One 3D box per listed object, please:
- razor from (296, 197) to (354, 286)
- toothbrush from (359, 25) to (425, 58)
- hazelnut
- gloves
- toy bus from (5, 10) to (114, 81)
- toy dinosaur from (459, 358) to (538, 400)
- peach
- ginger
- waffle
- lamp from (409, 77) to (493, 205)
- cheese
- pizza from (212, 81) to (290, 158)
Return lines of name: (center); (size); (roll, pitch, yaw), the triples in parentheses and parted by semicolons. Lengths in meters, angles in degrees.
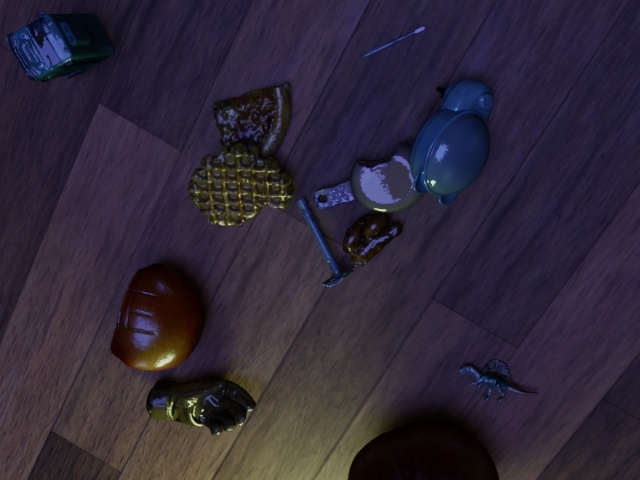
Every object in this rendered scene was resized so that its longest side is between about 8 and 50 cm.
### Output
razor: (0.000, 0.000, 1.925); (0.068, 0.106, 0.232); (-27, 89, 18)
toothbrush: (0.168, -0.461, 1.769); (0.167, 0.014, 0.011); (-22, 103, 19)
hazelnut: (0.253, 0.645, 1.948); (0.409, 0.359, 0.359); (-26, 101, 9)
gloves: (-0.320, 0.451, 2.099); (0.331, 0.141, 0.154); (-1, 82, 22)
toy bus: (-0.610, -0.464, 1.804); (0.147, 0.256, 0.128); (-26, 101, 15)
toy dinosaur: (0.458, 0.358, 1.958); (0.187, 0.044, 0.106); (-10, 90, 16)
peach: (-0.425, 0.200, 2.001); (0.245, 0.248, 0.275); (8, 97, -27)
ginger: (0.120, -0.015, 1.893); (0.162, 0.073, 0.103); (-40, 110, 14)
waffle: (-0.202, -0.125, 1.902); (0.249, 0.056, 0.253); (29, 123, -20)
lamp: (0.305, -0.227, 1.723); (0.147, 0.209, 0.284); (10, 85, 36)
cheese: (0.117, -0.136, 1.848); (0.286, 0.082, 0.163); (-13, 103, 17)
pizza: (-0.185, -0.286, 1.874); (0.197, 0.058, 0.292); (37, 111, -2)
